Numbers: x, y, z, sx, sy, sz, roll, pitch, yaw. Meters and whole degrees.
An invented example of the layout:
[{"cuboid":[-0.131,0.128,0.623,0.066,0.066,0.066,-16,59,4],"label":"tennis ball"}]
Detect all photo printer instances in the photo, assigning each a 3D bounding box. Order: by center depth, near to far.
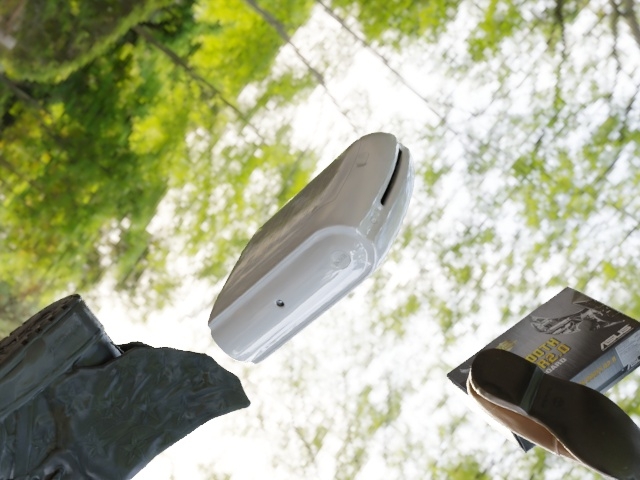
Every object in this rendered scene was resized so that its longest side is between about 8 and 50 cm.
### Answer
[{"cuboid":[0.000,0.000,1.419,0.307,0.107,0.256,-41,-165,34],"label":"photo printer"}]

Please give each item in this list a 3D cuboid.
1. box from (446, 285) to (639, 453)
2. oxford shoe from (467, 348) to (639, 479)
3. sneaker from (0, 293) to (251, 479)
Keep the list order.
[{"cuboid":[0.314,0.171,1.474,0.231,0.056,0.183,-34,-156,-9],"label":"box"},{"cuboid":[0.248,0.190,1.108,0.076,0.212,0.076,-49,162,-29],"label":"oxford shoe"},{"cuboid":[-0.116,0.089,0.438,0.170,0.089,0.051,-43,-161,-25],"label":"sneaker"}]
